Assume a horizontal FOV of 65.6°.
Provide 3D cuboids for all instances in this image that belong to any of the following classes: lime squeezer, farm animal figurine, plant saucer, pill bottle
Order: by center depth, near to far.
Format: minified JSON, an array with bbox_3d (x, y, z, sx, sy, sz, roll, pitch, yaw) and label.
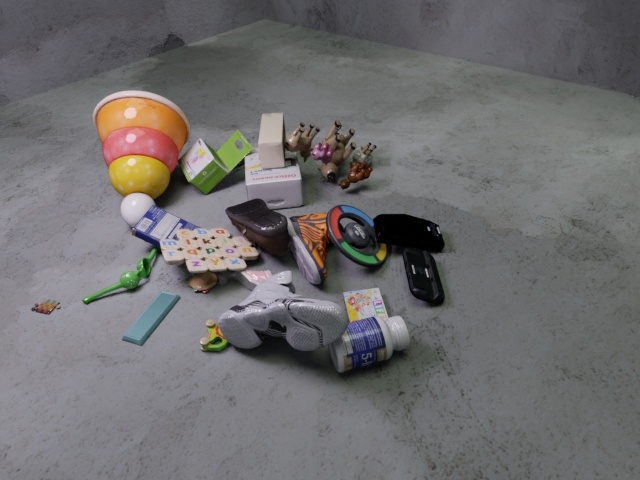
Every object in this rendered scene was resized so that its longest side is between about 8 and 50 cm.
[{"bbox_3d":[0.117,0.248,1.225,0.187,0.112,0.112,-13,39,-11],"label":"pill bottle"},{"bbox_3d":[-0.473,0.211,1.396,0.067,0.018,0.192,11,40,17],"label":"plant saucer"},{"bbox_3d":[-0.572,0.099,1.530,0.110,0.058,0.310,-11,28,43],"label":"lime squeezer"},{"bbox_3d":[0.030,-0.324,1.880,0.330,0.172,0.326,35,38,-9],"label":"farm animal figurine"}]

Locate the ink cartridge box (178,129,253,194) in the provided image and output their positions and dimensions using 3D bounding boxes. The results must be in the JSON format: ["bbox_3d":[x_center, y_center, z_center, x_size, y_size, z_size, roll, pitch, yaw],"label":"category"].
[{"bbox_3d":[-0.407,-0.329,1.910,0.255,0.097,0.189,-44,44,5],"label":"ink cartridge box"}]

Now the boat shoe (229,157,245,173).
[{"bbox_3d":[-0.361,-0.303,2.011,0.142,0.040,0.049,-26,44,-26],"label":"boat shoe"}]

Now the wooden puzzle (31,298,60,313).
[{"bbox_3d":[-0.799,0.193,1.454,0.083,0.006,0.049,8,40,14],"label":"wooden puzzle"}]

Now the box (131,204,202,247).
[{"bbox_3d":[-0.480,-0.021,1.628,0.225,0.036,0.136,25,41,-3],"label":"box"}]

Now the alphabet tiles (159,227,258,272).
[{"bbox_3d":[-0.343,0.029,1.537,0.284,0.021,0.278,-3,28,-25],"label":"alphabet tiles"}]

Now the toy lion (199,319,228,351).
[{"bbox_3d":[-0.263,0.251,1.322,0.096,0.034,0.100,7,39,1],"label":"toy lion"}]

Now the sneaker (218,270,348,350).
[{"bbox_3d":[-0.071,0.165,1.257,0.366,0.137,0.210,-10,23,32],"label":"sneaker"}]

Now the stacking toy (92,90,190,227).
[{"bbox_3d":[-0.661,-0.263,1.800,0.351,0.350,0.479,-4,63,0],"label":"stacking toy"}]

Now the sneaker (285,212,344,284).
[{"bbox_3d":[0.000,0.000,1.536,0.180,0.124,0.321,-15,40,-13],"label":"sneaker"}]

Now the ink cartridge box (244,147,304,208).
[{"bbox_3d":[-0.176,-0.240,1.856,0.202,0.117,0.278,-7,38,-4],"label":"ink cartridge box"}]

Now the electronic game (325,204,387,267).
[{"bbox_3d":[0.113,-0.016,1.526,0.229,0.048,0.229,24,43,-25],"label":"electronic game"}]

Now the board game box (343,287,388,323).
[{"bbox_3d":[0.125,0.197,1.356,0.104,0.026,0.154,-7,39,-5],"label":"board game box"}]

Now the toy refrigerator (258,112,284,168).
[{"bbox_3d":[-0.182,-0.378,1.856,0.094,0.102,0.269,-4,37,-1],"label":"toy refrigerator"}]

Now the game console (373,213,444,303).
[{"bbox_3d":[0.278,0.043,1.492,0.213,0.044,0.361,8,40,-9],"label":"game console"}]

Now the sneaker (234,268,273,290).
[{"bbox_3d":[-0.189,0.110,1.474,0.134,0.051,0.070,28,46,30],"label":"sneaker"}]

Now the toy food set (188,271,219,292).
[{"bbox_3d":[-0.351,0.124,1.492,0.083,0.020,0.083,-30,45,-29],"label":"toy food set"}]

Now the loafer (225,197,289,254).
[{"bbox_3d":[-0.208,-0.039,1.606,0.134,0.130,0.366,-20,25,-19],"label":"loafer"}]
